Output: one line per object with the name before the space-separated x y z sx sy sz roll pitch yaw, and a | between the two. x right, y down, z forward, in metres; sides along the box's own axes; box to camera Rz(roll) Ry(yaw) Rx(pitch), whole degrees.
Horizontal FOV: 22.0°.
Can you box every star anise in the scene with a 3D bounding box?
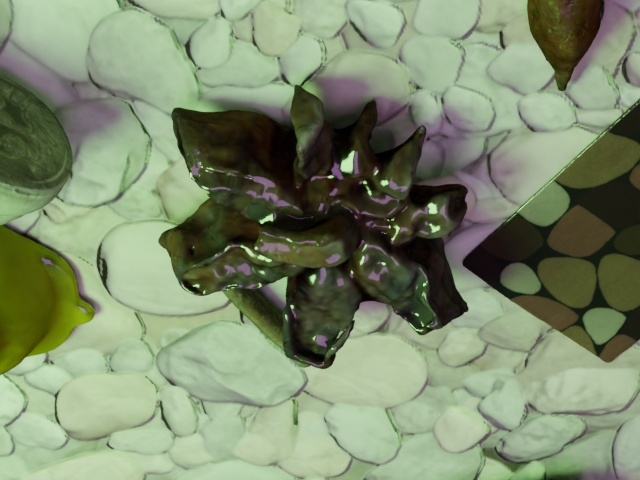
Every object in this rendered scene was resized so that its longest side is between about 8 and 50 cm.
star anise | -0.007 -0.001 1.135 0.220 0.099 0.214 -2 119 2

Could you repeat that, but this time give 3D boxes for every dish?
dish | -0.272 0.057 1.196 0.207 0.080 0.149 9 129 -5

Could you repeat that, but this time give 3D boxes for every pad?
pad | 0.233 -0.014 1.179 0.158 0.003 0.235 33 122 -22

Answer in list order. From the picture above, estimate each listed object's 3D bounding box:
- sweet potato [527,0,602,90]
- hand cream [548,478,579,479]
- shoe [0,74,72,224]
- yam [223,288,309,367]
sweet potato | 0.157 -0.138 1.060 0.049 0.049 0.117 -3 139 3
hand cream | 0.116 0.238 1.338 0.203 0.084 0.084 -3 129 10
shoe | -0.331 -0.067 1.077 0.316 0.124 0.159 23 132 -17
yam | -0.042 0.056 1.228 0.021 0.021 0.116 -29 123 22
